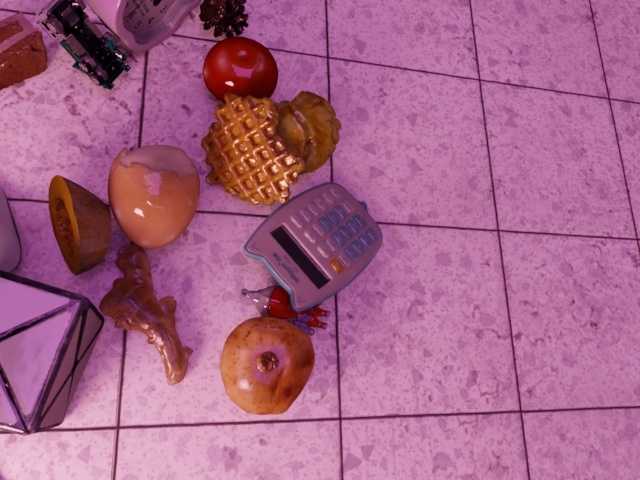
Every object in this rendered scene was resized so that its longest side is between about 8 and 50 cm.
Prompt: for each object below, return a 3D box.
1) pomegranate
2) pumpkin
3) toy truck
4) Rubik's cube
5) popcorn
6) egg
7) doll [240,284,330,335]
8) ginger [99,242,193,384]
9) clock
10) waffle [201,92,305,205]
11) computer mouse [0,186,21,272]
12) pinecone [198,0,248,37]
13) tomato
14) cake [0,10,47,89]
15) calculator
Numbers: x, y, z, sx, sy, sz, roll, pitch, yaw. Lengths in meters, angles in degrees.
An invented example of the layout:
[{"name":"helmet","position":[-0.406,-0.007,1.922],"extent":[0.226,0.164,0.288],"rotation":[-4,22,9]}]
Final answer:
[{"name":"pomegranate","position":[-0.112,0.270,1.156],"extent":[0.215,0.215,0.215],"rotation":[4,73,-15]},{"name":"pumpkin","position":[-0.509,-0.034,1.147],"extent":[0.110,0.217,0.217],"rotation":[-7,75,-42]},{"name":"toy truck","position":[-0.571,-0.470,1.266],"extent":[0.110,0.116,0.216],"rotation":[-59,138,-22]},{"name":"Rubik's cube","position":[-0.596,0.210,1.010],"extent":[0.259,0.260,0.255],"rotation":[17,69,-8]},{"name":"popcorn","position":[-0.056,-0.270,1.351],"extent":[0.221,0.183,0.204],"rotation":[-23,112,-24]},{"name":"egg","position":[-0.375,-0.103,1.198],"extent":[0.201,0.201,0.244],"rotation":[4,85,-15]},{"name":"doll","position":[-0.084,0.158,1.268],"extent":[0.227,0.075,0.102],"rotation":[18,69,-15]},{"name":"ginger","position":[-0.388,0.165,1.182],"extent":[0.148,0.081,0.334],"rotation":[-31,85,-38]},{"name":"clock","position":[-0.405,-0.628,1.276],"extent":[0.102,0.338,0.338],"rotation":[40,68,1]},{"name":"waffle","position":[-0.165,-0.215,1.268],"extent":[0.291,0.291,0.051],"rotation":[49,30,2]},{"name":"computer mouse","position":[-0.726,-0.023,1.141],"extent":[0.128,0.079,0.231],"rotation":[-23,78,-23]},{"name":"pinecone","position":[-0.256,-0.609,1.425],"extent":[0.121,0.140,0.140],"rotation":[15,67,-46]},{"name":"tomato","position":[-0.206,-0.438,1.378],"extent":[0.195,0.136,0.195],"rotation":[4,74,-14]},{"name":"cake","position":[-0.779,-0.408,1.244],"extent":[0.295,0.113,0.116],"rotation":[-34,80,-10]},{"name":"calculator","position":[0.000,0.000,1.320],"extent":[0.256,0.054,0.386],"rotation":[49,55,3]}]
